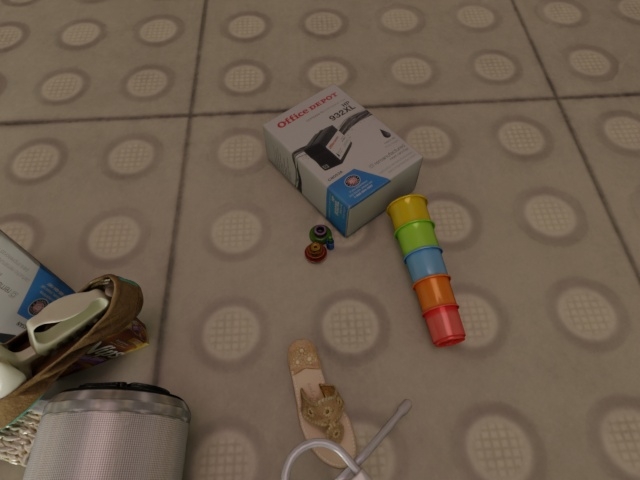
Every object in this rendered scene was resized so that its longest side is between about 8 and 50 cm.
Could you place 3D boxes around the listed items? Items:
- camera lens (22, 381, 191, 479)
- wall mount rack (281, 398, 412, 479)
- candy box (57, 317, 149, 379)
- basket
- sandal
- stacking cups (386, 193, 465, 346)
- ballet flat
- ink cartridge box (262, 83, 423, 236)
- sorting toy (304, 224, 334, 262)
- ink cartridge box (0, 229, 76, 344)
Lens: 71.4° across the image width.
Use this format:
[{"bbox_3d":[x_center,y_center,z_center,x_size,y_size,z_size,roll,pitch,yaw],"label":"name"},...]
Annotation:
[{"bbox_3d":[-0.321,0.365,0.667,0.220,0.219,0.274,-1,60,1],"label":"camera lens"},{"bbox_3d":[0.114,0.424,0.680,0.304,0.130,0.350,-38,71,-16],"label":"wall mount rack"},{"bbox_3d":[-0.435,0.193,0.834,0.187,0.109,0.053,-21,61,-10],"label":"candy box"},{"bbox_3d":[-0.518,0.315,0.763,0.168,0.113,0.103,11,63,8],"label":"basket"},{"bbox_3d":[-0.006,0.281,0.792,0.088,0.079,0.239,-19,61,-10],"label":"sandal"},{"bbox_3d":[0.212,0.058,0.916,0.096,0.096,0.315,-7,61,-3],"label":"stacking cups"},{"bbox_3d":[-0.446,0.169,0.710,0.342,0.124,0.116,-38,65,-21],"label":"ballet flat"},{"bbox_3d":[0.046,-0.195,1.042,0.223,0.129,0.307,-35,65,-18],"label":"ink cartridge box"},{"bbox_3d":[0.000,0.000,0.979,0.061,0.042,0.101,8,60,6],"label":"sorting toy"},{"bbox_3d":[-0.689,0.144,0.765,0.166,0.285,0.394,32,66,18],"label":"ink cartridge box"}]
